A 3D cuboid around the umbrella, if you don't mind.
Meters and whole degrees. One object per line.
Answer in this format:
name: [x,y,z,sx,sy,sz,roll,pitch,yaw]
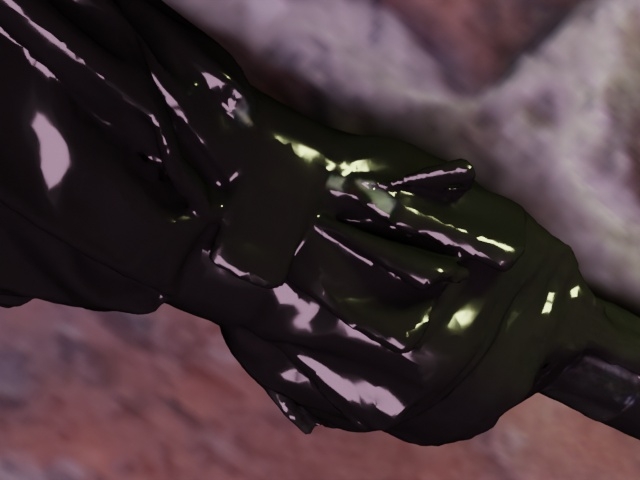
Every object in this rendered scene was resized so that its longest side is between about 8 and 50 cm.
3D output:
umbrella: [0.000,0.000,0.508,0.340,0.118,0.118,21,111,-20]
